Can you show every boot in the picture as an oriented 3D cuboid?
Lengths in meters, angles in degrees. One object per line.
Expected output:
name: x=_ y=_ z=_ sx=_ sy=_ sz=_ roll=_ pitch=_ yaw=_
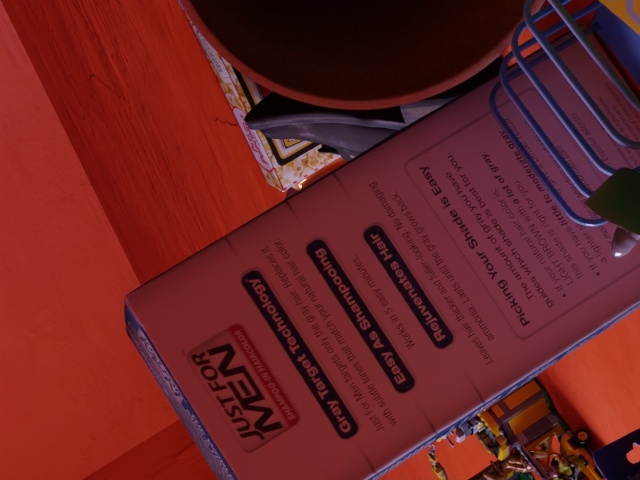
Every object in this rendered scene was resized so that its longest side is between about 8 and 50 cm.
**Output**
boot: x=0.076 y=-0.028 z=1.265 sx=0.263 sy=0.091 sz=0.229 roll=3 pitch=128 yaw=39

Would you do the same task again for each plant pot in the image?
plant pot: x=0.006 y=-0.231 z=1.001 sx=0.254 sy=0.237 sz=0.237 roll=-115 pitch=0 yaw=-66

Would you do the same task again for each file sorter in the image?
file sorter: x=0.171 y=-0.097 z=0.891 sx=0.118 sy=0.104 sz=0.170 roll=56 pitch=167 yaw=15

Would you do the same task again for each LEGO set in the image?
LEGO set: x=0.172 y=0.298 z=1.557 sx=0.255 sy=0.192 sz=0.331 roll=54 pitch=166 yaw=18

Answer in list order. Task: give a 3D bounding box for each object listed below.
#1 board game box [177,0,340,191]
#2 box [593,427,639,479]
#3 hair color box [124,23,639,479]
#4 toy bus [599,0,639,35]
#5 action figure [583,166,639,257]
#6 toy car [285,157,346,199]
board game box: x=-0.017 y=-0.161 z=1.340 sx=0.045 sy=0.147 sz=0.193 roll=31 pitch=149 yaw=63
box: x=0.292 y=0.219 z=1.116 sx=0.036 sy=0.136 sz=0.225 roll=-46 pitch=71 yaw=30
hair color box: x=0.066 y=0.028 z=1.016 sx=0.174 sy=0.347 sz=0.105 roll=57 pitch=167 yaw=9
toy bus: x=0.206 y=-0.125 z=0.695 sx=0.332 sy=0.108 sz=0.130 roll=49 pitch=164 yaw=35
action figure: x=0.262 y=0.020 z=0.802 sx=0.232 sy=0.137 sz=0.063 roll=24 pitch=118 yaw=38
toy car: x=0.000 y=0.000 z=1.564 sx=0.219 sy=0.210 sz=0.238 roll=-119 pitch=20 yaw=-49
